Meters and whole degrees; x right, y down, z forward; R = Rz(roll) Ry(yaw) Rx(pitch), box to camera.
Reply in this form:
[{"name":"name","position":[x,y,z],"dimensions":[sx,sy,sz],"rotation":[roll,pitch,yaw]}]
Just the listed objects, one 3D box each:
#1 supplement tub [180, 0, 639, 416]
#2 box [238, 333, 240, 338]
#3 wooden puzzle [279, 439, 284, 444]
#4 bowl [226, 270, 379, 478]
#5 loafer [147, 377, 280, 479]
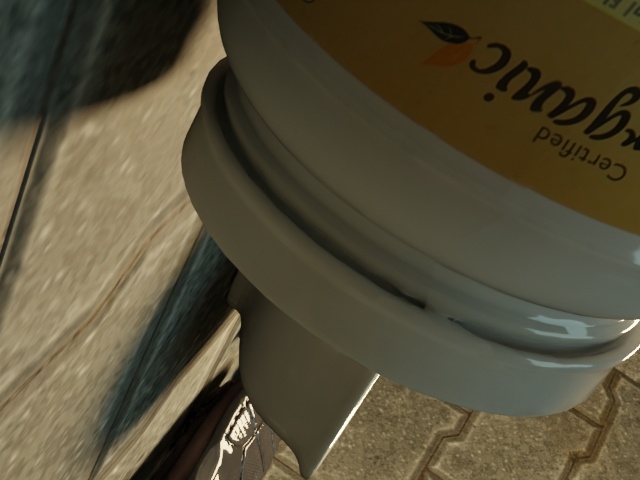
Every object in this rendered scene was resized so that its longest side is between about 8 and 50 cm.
[{"name":"supplement tub","position":[0.102,-0.117,0.459],"dimensions":[0.316,0.228,0.228],"rotation":[-60,173,27]},{"name":"box","position":[0.000,0.000,1.275],"dimensions":[0.201,0.021,0.164],"rotation":[-57,174,17]},{"name":"wooden puzzle","position":[-0.036,0.185,1.545],"dimensions":[0.221,0.044,0.238],"rotation":[-31,-175,36]},{"name":"bowl","position":[0.020,0.029,1.037],"dimensions":[0.298,0.134,0.298],"rotation":[-56,174,-9]},{"name":"loafer","position":[-0.121,0.214,1.243],"dimensions":[0.302,0.095,0.109],"rotation":[-56,146,-51]}]
